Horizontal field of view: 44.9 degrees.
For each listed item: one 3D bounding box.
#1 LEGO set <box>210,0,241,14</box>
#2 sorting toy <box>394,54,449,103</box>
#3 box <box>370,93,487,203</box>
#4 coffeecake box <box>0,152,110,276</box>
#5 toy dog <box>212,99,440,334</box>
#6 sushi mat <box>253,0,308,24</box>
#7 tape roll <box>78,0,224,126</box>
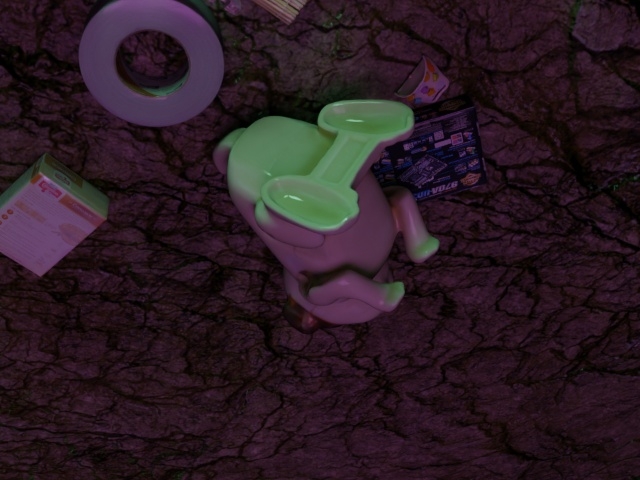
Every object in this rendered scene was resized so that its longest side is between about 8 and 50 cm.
[{"bbox_3d":[-0.189,-0.426,1.088,0.227,0.093,0.087,23,153,-31],"label":"LEGO set"},{"bbox_3d":[0.184,-0.264,1.332,0.075,0.045,0.083,11,128,-41],"label":"sorting toy"},{"bbox_3d":[0.183,-0.152,1.407,0.220,0.051,0.175,-17,130,4],"label":"box"},{"bbox_3d":[-0.490,-0.042,1.371,0.185,0.068,0.142,-37,125,19],"label":"coffeecake box"},{"bbox_3d":[0.000,0.000,1.345,0.395,0.285,0.408,7,140,23],"label":"toy dog"},{"bbox_3d":[-0.126,-0.454,1.135,0.316,0.019,0.151,27,119,-27],"label":"sushi mat"},{"bbox_3d":[-0.261,-0.289,1.210,0.219,0.072,0.219,-4,128,-6],"label":"tape roll"}]
